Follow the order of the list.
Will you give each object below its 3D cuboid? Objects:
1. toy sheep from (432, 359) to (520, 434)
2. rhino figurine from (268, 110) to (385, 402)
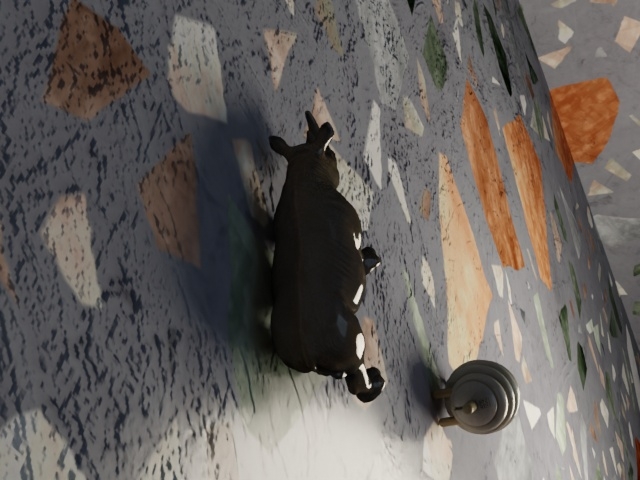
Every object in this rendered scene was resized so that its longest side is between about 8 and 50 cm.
[{"bbox_3d":[0.175,0.174,1.004,0.132,0.091,0.091,-21,97,-66],"label":"toy sheep"},{"bbox_3d":[0.000,0.000,0.717,0.106,0.073,0.243,43,39,-57],"label":"rhino figurine"}]
